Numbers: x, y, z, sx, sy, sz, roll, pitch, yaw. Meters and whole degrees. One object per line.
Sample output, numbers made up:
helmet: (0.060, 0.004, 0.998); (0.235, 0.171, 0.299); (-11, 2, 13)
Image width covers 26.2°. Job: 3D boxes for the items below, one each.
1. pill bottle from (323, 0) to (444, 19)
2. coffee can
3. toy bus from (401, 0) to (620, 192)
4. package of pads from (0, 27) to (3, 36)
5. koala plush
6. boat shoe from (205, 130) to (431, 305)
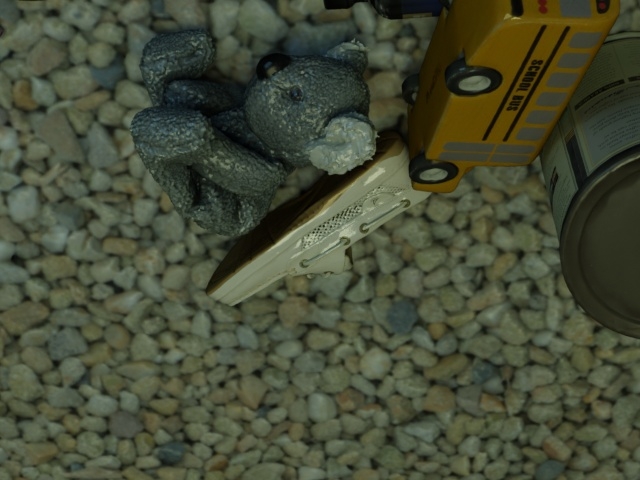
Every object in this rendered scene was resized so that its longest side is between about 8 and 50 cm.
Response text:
pill bottle: (0.110, -0.274, 1.305); (0.219, 0.123, 0.122); (-4, 119, 5)
coffee can: (0.318, -0.061, 1.327); (0.202, 0.275, 0.201); (1, 120, 2)
toy bus: (0.164, -0.159, 1.285); (0.130, 0.108, 0.332); (0, 156, -8)
package of pads: (-0.375, -0.210, 1.413); (0.083, 0.032, 0.050); (-29, 115, 17)
koala plush: (-0.046, -0.118, 1.373); (0.221, 0.196, 0.203); (-20, 128, 13)
boat shoe: (0.000, 0.000, 1.477); (0.277, 0.098, 0.096); (-35, 111, 18)
